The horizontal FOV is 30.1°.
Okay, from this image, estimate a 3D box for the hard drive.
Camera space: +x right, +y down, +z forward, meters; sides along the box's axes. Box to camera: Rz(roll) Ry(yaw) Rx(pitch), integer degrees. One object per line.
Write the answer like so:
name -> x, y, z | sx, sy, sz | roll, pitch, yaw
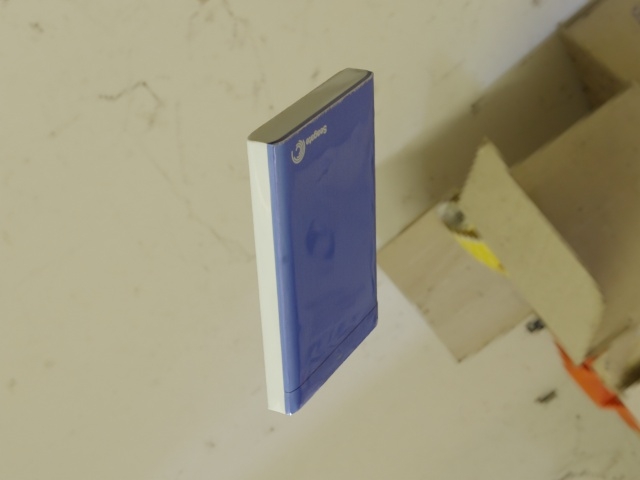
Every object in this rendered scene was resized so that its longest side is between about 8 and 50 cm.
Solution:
hard drive -> 0.000, 0.000, 1.281 | 0.040, 0.210, 0.319 | 13, 123, 26
